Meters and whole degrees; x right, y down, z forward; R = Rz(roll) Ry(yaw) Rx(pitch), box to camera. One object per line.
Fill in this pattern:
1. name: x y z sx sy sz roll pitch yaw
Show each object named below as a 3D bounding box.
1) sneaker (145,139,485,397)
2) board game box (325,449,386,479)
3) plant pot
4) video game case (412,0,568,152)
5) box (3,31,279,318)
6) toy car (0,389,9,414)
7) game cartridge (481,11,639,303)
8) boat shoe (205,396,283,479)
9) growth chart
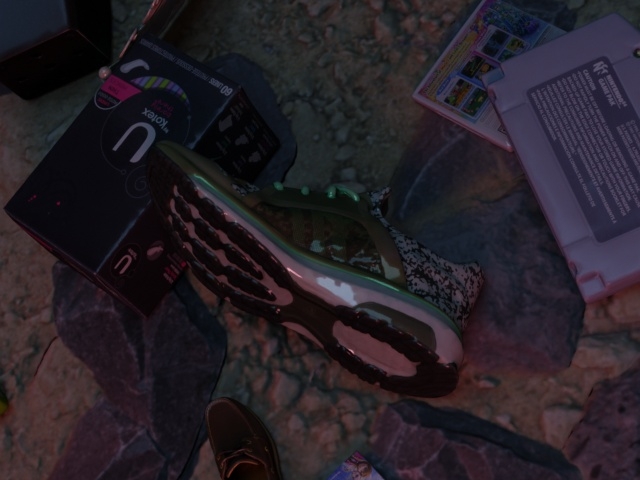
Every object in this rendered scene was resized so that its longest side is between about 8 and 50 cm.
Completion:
1. sneaker: 0.000 0.000 1.568 0.410 0.158 0.182 34 56 3
2. board game box: 0.036 0.281 1.515 0.090 0.020 0.090 -44 62 -5
3. plant pot: -0.365 -0.288 1.835 0.187 0.188 0.167 -23 74 7
4. video game case: 0.206 -0.195 1.680 0.143 0.019 0.157 32 80 28
5. box: -0.204 -0.076 1.691 0.165 0.143 0.270 31 79 29
6. toy car: -0.475 0.171 1.642 0.155 0.188 0.149 -40 60 -3
7. game cartridge: 0.316 -0.096 1.566 0.196 0.060 0.294 -25 65 9
8. boat shoe: -0.078 0.238 1.550 0.064 0.060 0.178 -30 60 4
9. growth chart: -0.200 -0.275 1.779 0.021 0.172 0.237 32 78 -1
